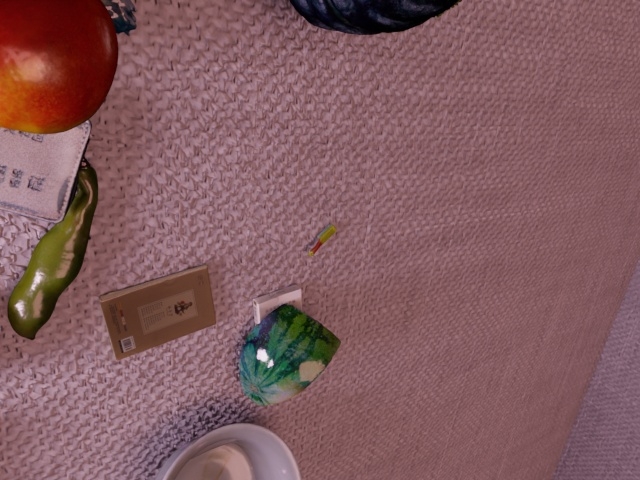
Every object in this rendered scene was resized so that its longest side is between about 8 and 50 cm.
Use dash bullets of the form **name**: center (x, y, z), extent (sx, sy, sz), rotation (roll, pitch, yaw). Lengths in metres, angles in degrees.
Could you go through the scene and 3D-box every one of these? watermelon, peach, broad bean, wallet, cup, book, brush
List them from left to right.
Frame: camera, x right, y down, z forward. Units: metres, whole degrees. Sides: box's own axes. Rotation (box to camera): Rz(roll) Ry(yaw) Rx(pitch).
- **wallet**: center (-0.434, -0.123, 0.685), extent (0.222, 0.036, 0.167), rotation (17, 95, -34)
- **peach**: center (-0.340, -0.224, 0.598), extent (0.190, 0.190, 0.192), rotation (9, 98, -39)
- **broad bean**: center (-0.407, 0.005, 0.787), extent (0.098, 0.056, 0.318), rotation (12, 98, -21)
- **book**: center (-0.295, 0.132, 0.956), extent (0.199, 0.016, 0.138), rotation (-18, 122, -28)
- **cup**: center (-0.221, 0.557, 1.096), extent (0.347, 0.163, 0.347), rotation (6, 79, -36)
- **watermelon**: center (-0.090, 0.237, 1.076), extent (0.231, 0.128, 0.146), rotation (-42, 112, -8)
- **brush**: center (0.000, 0.000, 1.100), extent (0.083, 0.021, 0.019), rotation (-49, 133, -13)

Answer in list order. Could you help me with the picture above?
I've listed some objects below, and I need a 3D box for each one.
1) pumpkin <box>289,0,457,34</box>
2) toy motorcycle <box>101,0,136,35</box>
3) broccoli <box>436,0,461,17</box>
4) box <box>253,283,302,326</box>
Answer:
- **pumpkin**: center (0.080, -0.466, 0.689), extent (0.266, 0.363, 0.363), rotation (-21, 125, -42)
- **toy motorcycle**: center (-0.268, -0.374, 0.657), extent (0.239, 0.108, 0.204), rotation (-18, 122, 2)
- **broccoli**: center (0.211, -0.501, 0.881), extent (0.194, 0.194, 0.219), rotation (-16, 115, -29)
- **box**: center (-0.090, 0.199, 1.133), extent (0.109, 0.029, 0.198), rotation (-17, 121, -29)
